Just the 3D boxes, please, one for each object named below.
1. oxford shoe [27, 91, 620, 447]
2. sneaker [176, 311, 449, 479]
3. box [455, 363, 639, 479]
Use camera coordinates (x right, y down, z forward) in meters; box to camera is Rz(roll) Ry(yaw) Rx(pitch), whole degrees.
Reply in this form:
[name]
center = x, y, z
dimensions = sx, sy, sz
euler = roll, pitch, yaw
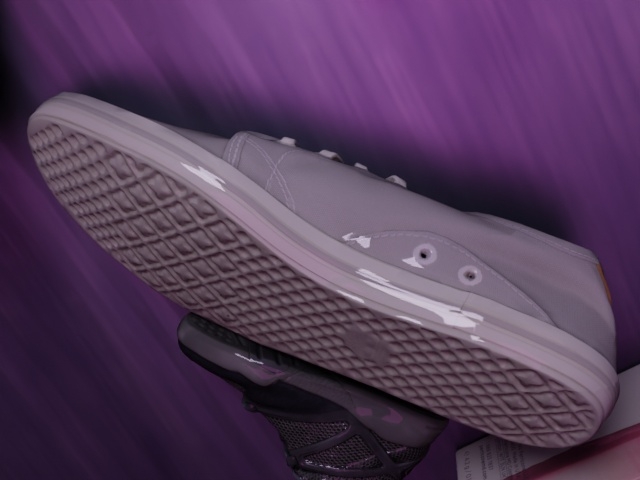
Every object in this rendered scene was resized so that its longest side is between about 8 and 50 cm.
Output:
[oxford shoe]
center = 0.000, 0.000, 0.607
dimensions = 0.449, 0.130, 0.169
euler = 23, 147, 9
[sneaker]
center = -0.024, 0.144, 0.684
dimensions = 0.227, 0.087, 0.130
euler = 25, 107, -11
[box]
center = 0.243, 0.207, 0.661
dimensions = 0.232, 0.127, 0.148
euler = -31, 106, 18
